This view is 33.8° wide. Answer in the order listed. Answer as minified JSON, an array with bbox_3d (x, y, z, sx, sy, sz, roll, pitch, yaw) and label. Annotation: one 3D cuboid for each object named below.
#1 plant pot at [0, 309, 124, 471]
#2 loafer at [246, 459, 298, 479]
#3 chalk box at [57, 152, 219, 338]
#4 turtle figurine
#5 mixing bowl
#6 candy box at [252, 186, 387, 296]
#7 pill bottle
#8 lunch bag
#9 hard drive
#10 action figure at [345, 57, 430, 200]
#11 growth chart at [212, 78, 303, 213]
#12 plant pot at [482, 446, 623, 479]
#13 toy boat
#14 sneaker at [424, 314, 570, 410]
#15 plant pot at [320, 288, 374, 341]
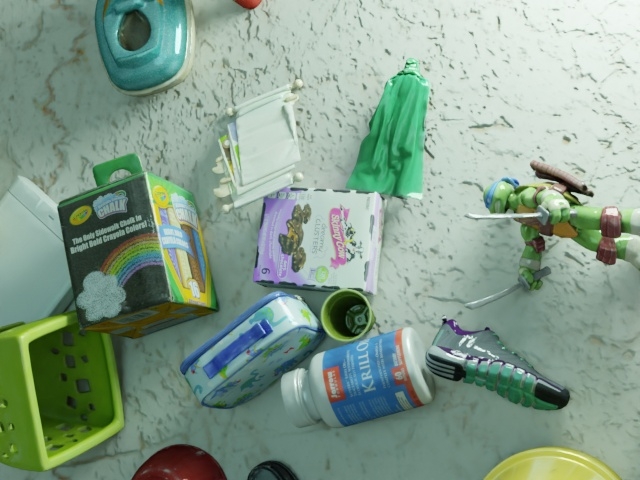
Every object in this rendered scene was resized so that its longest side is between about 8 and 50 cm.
[{"bbox_3d":[-0.486,0.244,1.751,0.207,0.227,0.228,-6,96,25],"label":"plant pot"},{"bbox_3d":[-0.057,0.493,1.643,0.109,0.095,0.302,-19,75,15],"label":"loafer"},{"bbox_3d":[-0.313,0.000,1.777,0.180,0.179,0.288,-17,74,16],"label":"chalk box"},{"bbox_3d":[0.353,0.014,1.542,0.266,0.274,0.197,11,118,16],"label":"turtle figurine"},{"bbox_3d":[-0.248,0.425,1.720,0.182,0.098,0.181,-3,79,17],"label":"mixing bowl"},{"bbox_3d":[0.000,0.000,1.725,0.196,0.070,0.164,4,81,20],"label":"candy box"},{"bbox_3d":[0.056,0.222,1.638,0.222,0.124,0.124,-19,75,15],"label":"pill bottle"},{"bbox_3d":[-0.106,0.174,1.674,0.219,0.176,0.090,-39,71,9],"label":"lunch bag"},{"bbox_3d":[-0.575,0.089,1.918,0.233,0.047,0.353,39,94,21],"label":"hard drive"},{"bbox_3d":[0.130,-0.186,1.719,0.137,0.063,0.232,11,88,22],"label":"action figure"},{"bbox_3d":[-0.105,-0.160,1.777,0.172,0.021,0.237,-16,54,18],"label":"growth chart"},{"bbox_3d":[0.313,0.416,1.456,0.254,0.239,0.253,-4,79,19],"label":"plant pot"},{"bbox_3d":[-0.262,-0.411,1.847,0.318,0.148,0.267,-18,75,15],"label":"toy boat"},{"bbox_3d":[0.277,0.180,1.599,0.224,0.083,0.098,19,59,9],"label":"sneaker"},{"bbox_3d":[0.052,0.124,1.681,0.083,0.079,0.083,-3,79,19],"label":"plant pot"}]
